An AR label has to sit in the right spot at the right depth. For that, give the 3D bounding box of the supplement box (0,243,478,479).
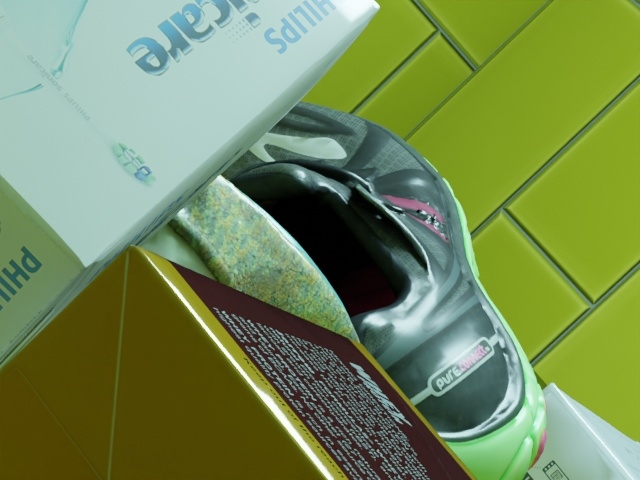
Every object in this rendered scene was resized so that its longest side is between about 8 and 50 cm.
[{"bbox_3d":[-0.004,0.128,0.463,0.191,0.129,0.194,49,7,21],"label":"supplement box"}]

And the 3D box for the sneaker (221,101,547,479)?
[{"bbox_3d":[0.000,0.000,1.062,0.202,0.185,0.483,47,4,-31],"label":"sneaker"}]

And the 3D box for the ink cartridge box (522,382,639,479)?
[{"bbox_3d":[0.261,0.279,1.270,0.272,0.130,0.309,51,8,27],"label":"ink cartridge box"}]

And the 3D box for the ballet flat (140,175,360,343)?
[{"bbox_3d":[-0.129,-0.018,0.716,0.348,0.123,0.123,45,6,-10],"label":"ballet flat"}]

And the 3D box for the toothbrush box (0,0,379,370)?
[{"bbox_3d":[-0.155,-0.116,0.587,0.295,0.126,0.216,45,42,-3],"label":"toothbrush box"}]
